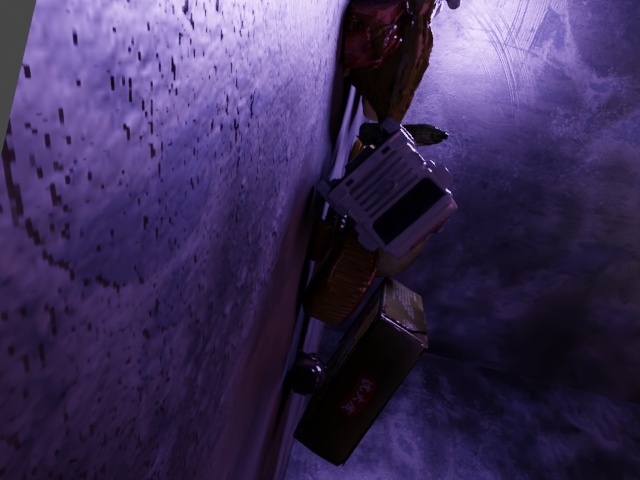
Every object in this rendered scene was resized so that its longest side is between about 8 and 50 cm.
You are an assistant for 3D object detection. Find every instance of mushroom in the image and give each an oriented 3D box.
[{"bbox_3d":[0.183,-0.052,1.322,0.352,0.261,0.351,-34,-130,54],"label":"mushroom"}]

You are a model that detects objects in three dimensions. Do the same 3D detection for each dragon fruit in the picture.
[{"bbox_3d":[0.091,-0.323,0.677,0.102,0.096,0.147,103,4,-53],"label":"dragon fruit"}]

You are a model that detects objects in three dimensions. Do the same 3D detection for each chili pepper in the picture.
[{"bbox_3d":[0.185,-0.233,0.971,0.227,0.088,0.059,18,-71,50],"label":"chili pepper"}]

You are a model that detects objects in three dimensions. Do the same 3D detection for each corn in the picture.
[{"bbox_3d":[0.125,-0.232,1.503,0.080,0.080,0.230,-26,130,-84],"label":"corn"}]

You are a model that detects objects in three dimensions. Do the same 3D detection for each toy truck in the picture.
[{"bbox_3d":[0.133,-0.082,0.823,0.173,0.207,0.387,-42,-179,11],"label":"toy truck"}]

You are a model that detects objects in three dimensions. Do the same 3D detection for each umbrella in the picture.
[{"bbox_3d":[-0.030,0.312,1.026,0.094,0.090,0.326,-63,175,-9],"label":"umbrella"}]

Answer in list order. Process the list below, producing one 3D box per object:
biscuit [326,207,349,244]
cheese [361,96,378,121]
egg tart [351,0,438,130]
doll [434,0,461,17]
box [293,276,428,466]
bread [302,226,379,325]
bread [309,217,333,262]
[{"bbox_3d":[0.041,-0.030,1.164,0.194,0.053,0.194,13,90,-86],"label":"biscuit"},{"bbox_3d":[0.184,-0.501,1.220,0.259,0.128,0.315,-89,-170,-56],"label":"cheese"},{"bbox_3d":[0.143,-0.387,0.873,0.341,0.132,0.340,15,90,-89],"label":"egg tart"},{"bbox_3d":[0.233,-0.614,0.983,0.161,0.215,0.257,-58,170,5],"label":"doll"},{"bbox_3d":[0.120,0.312,1.169,0.372,0.138,0.420,-57,176,12],"label":"box"},{"bbox_3d":[0.045,0.078,0.906,0.199,0.104,0.199,-63,-174,11],"label":"bread"},{"bbox_3d":[0.000,0.000,0.857,0.047,0.036,0.083,-47,152,-65],"label":"bread"}]
